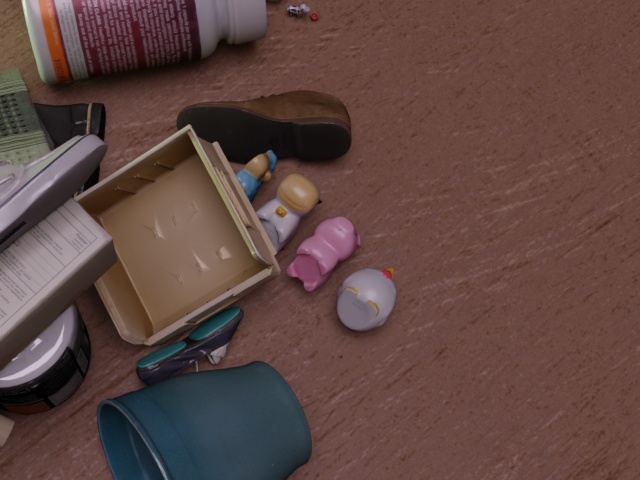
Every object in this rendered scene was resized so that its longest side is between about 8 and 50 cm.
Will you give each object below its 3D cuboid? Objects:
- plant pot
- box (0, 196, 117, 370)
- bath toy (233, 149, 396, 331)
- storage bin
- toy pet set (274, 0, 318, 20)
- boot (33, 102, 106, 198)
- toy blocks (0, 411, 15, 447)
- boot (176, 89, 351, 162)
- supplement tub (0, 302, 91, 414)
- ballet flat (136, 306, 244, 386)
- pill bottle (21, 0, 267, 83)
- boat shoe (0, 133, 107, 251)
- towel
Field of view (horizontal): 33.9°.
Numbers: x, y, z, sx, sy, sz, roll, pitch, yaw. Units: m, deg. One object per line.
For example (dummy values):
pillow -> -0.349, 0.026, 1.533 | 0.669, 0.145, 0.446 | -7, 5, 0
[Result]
plant pot -> -0.165, 0.314, 1.605 | 0.255, 0.271, 0.271 | -24, 78, -29
box -> -0.426, 0.069, 1.371 | 0.148, 0.121, 0.311 | 44, 73, 7
bath toy -> 0.000, 0.000, 1.780 | 0.348, 0.151, 0.129 | 43, 38, 6
storage bin -> -0.239, 0.000, 1.696 | 0.262, 0.123, 0.260 | -31, 79, 11
toy pet set -> -0.051, -0.479, 1.939 | 0.114, 0.065, 0.122 | 5, 73, -6
boot -> -0.448, -0.148, 1.796 | 0.137, 0.077, 0.197 | 4, 60, -1
toy blocks -> -0.630, 0.329, 1.500 | 0.260, 0.288, 0.309 | 29, 74, -15
boot -> -0.098, -0.211, 1.856 | 0.305, 0.112, 0.115 | 4, 43, -2
supplement tub -> -0.448, 0.155, 1.573 | 0.194, 0.316, 0.193 | 2, 73, -8
ballet flat -> -0.206, 0.184, 1.730 | 0.203, 0.074, 0.074 | -30, 80, -20
pill bottle -> -0.303, -0.409, 1.804 | 0.392, 0.224, 0.224 | -11, 76, -10
boat shoe -> -0.389, -0.056, 1.305 | 0.267, 0.096, 0.088 | -42, 85, -8
towel -> -0.610, -0.158, 1.710 | 0.324, 0.056, 0.312 | -16, 43, -16
